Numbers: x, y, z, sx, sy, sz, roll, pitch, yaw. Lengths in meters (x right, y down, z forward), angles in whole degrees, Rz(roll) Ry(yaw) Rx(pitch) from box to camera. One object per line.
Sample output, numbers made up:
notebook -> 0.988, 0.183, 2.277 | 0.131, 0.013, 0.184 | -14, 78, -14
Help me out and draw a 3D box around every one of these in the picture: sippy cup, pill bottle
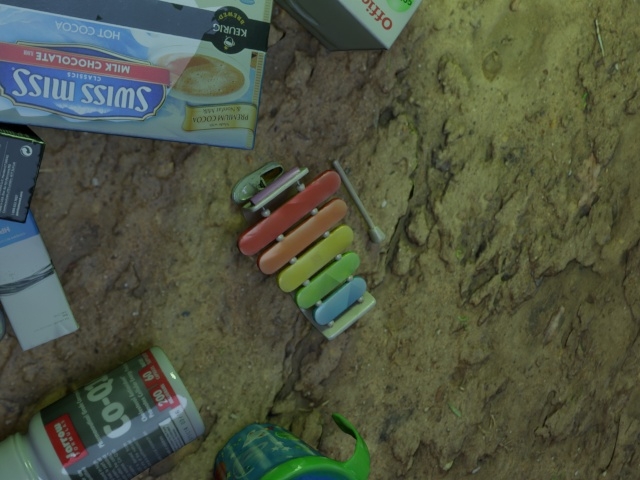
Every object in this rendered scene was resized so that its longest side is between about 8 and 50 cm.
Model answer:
sippy cup -> -0.074, 0.434, 1.193 | 0.306, 0.224, 0.239 | -5, 106, -26
pill bottle -> -0.335, 0.297, 1.055 | 0.283, 0.161, 0.161 | -29, 115, -19

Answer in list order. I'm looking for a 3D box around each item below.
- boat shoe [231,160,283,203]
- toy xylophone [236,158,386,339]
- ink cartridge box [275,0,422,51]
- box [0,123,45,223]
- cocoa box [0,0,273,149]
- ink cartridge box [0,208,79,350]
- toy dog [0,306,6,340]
boat shoe -> -0.102, -0.094, 1.145 | 0.100, 0.035, 0.035 | -36, 117, -15
toy xylophone -> 0.000, 0.000, 1.189 | 0.236, 0.081, 0.322 | -45, 124, -10
ink cartridge box -> 0.063, -0.451, 1.042 | 0.198, 0.197, 0.270 | 35, 86, -30
box -> -0.448, -0.107, 0.829 | 0.184, 0.261, 0.103 | 14, 96, -29
cocoa box -> -0.268, -0.254, 0.901 | 0.347, 0.231, 0.227 | 3, 102, -28
ink cartridge box -> -0.413, 0.035, 0.956 | 0.082, 0.140, 0.190 | -22, 112, -23
toy dog -> -0.596, 0.090, 0.877 | 0.334, 0.161, 0.220 | 22, 116, -41
